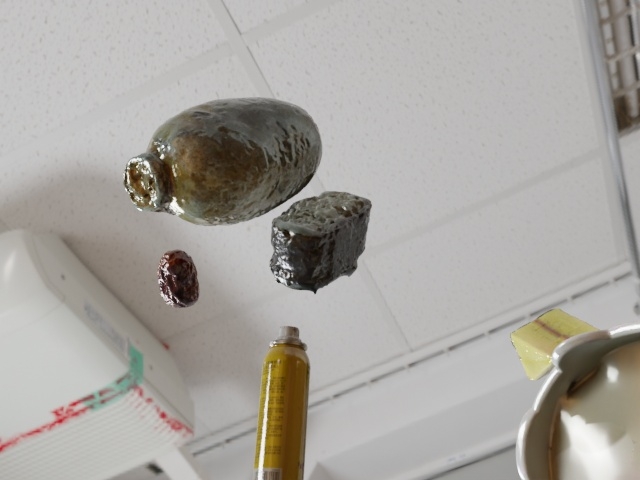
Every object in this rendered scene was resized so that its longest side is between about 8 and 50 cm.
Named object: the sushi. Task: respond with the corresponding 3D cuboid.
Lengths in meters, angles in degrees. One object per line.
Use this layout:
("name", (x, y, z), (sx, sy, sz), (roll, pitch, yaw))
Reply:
("sushi", (0.000, 0.000, 1.244), (0.124, 0.225, 0.127), (16, -62, 24))

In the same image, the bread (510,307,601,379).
("bread", (0.643, 0.308, 1.921), (0.168, 0.264, 0.163), (-26, -78, -4))

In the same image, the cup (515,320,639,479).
("cup", (0.308, 0.203, 0.535), (0.258, 0.219, 0.289), (7, -93, -32))

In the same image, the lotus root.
("lotus root", (-0.106, -0.121, 1.039), (0.349, 0.175, 0.175), (-27, -33, -45))

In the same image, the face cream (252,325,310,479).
("face cream", (-0.077, 0.348, 1.507), (0.105, 0.348, 0.105), (2, -24, 1))

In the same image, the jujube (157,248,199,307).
("jujube", (-0.273, 0.073, 1.386), (0.077, 0.077, 0.129), (-8, -48, -6))
